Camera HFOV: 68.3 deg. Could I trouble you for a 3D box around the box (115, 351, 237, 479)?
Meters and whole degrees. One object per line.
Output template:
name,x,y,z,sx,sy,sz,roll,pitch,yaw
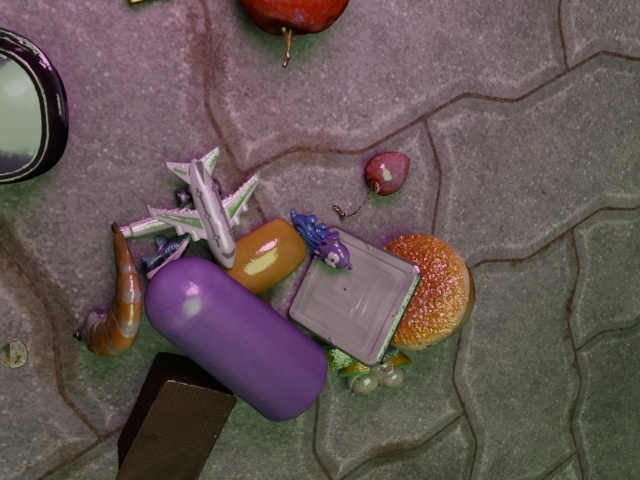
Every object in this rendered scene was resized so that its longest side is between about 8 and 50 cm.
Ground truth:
box,-0.341,0.421,1.101,0.184,0.143,0.273,23,96,-28

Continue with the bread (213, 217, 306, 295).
bread,-0.136,0.048,1.103,0.217,0.098,0.147,-35,113,-11

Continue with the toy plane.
toy plane,-0.235,-0.061,1.009,0.251,0.101,0.255,-24,110,-29

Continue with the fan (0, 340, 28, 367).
fan,-0.652,0.246,0.987,0.080,0.003,0.060,-28,114,-14

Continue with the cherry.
cherry,0.125,-0.142,1.167,0.225,0.090,0.107,-34,129,-1

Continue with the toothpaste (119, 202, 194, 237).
toothpaste,-0.340,-0.042,1.023,0.190,0.031,0.048,-19,104,-21

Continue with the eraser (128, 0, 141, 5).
eraser,-0.329,-0.512,0.872,0.097,0.045,0.122,-24,114,-15

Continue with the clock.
clock,0.155,0.359,1.322,0.231,0.103,0.144,-5,109,-20

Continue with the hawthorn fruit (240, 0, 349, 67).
hawthorn fruit,-0.053,-0.473,0.901,0.242,0.242,0.271,9,102,-26

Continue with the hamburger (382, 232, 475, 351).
hamburger,0.240,0.129,1.183,0.170,0.302,0.302,12,101,-48

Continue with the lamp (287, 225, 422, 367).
lamp,0.077,0.130,1.143,0.047,0.269,0.266,17,99,-64

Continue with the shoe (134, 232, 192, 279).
shoe,-0.336,0.021,1.030,0.143,0.064,0.071,-45,100,-11

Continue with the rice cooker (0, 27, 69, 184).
rice cooker,-0.546,-0.216,0.769,0.267,0.224,0.267,-7,109,-20

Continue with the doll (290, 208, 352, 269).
doll,0.000,0.000,1.120,0.067,0.206,0.110,-36,159,-32

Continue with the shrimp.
shrimp,-0.415,0.126,0.945,0.068,0.185,0.287,-5,117,-47

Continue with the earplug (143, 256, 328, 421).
earplug,-0.184,0.203,1.025,0.215,0.215,0.456,-44,127,-6

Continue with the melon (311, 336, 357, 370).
melon,0.051,0.281,1.250,0.209,0.118,0.064,-18,107,-23
